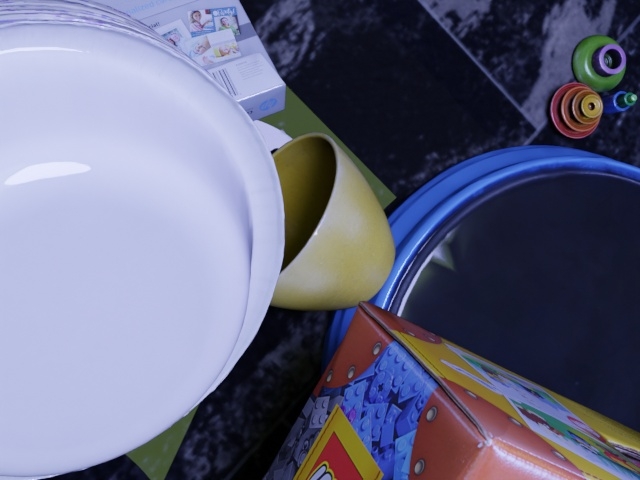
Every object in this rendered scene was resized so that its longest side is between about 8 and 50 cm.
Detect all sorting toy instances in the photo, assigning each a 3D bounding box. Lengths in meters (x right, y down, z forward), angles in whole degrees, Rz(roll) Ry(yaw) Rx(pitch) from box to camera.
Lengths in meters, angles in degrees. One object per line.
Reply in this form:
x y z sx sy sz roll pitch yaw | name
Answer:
0.243 -0.133 0.725 0.061 0.042 0.102 31 83 -12 | sorting toy

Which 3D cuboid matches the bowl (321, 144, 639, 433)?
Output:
0.198 0.113 0.699 0.392 0.077 0.390 0 90 -15 | bowl

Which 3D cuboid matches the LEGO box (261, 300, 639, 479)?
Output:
0.164 0.321 0.556 0.500 0.193 0.372 27 97 -22 | LEGO box

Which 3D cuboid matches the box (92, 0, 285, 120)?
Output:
-0.129 -0.150 0.596 0.145 0.038 0.186 -23 72 -13 | box

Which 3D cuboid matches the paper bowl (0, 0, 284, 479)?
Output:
-0.154 0.014 0.471 0.284 0.148 0.284 -13 120 -23 | paper bowl

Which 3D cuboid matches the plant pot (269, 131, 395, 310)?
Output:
0.000 0.000 0.630 0.095 0.134 0.134 32 82 -31 | plant pot
